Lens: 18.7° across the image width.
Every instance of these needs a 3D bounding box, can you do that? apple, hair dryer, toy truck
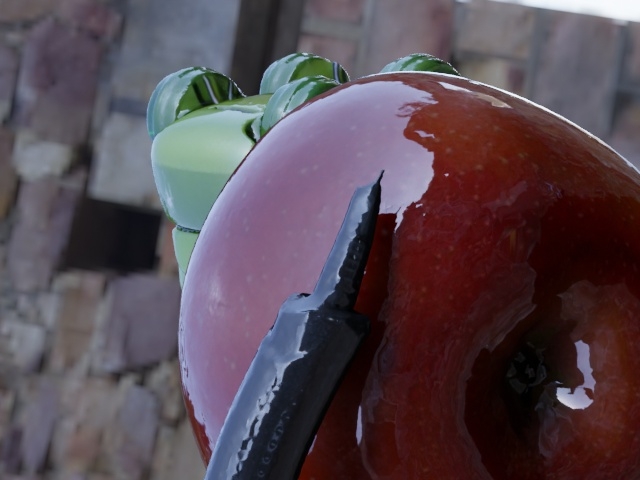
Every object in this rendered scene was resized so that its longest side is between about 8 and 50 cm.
[{"bbox_3d":[0.060,0.046,0.938,0.216,0.260,0.260,-153,69,-65],"label":"apple"},{"bbox_3d":[0.004,0.106,0.830,0.235,0.091,0.271,12,-80,-43],"label":"hair dryer"},{"bbox_3d":[-0.010,-0.014,1.134,0.187,0.148,0.210,10,-90,-45],"label":"toy truck"}]
